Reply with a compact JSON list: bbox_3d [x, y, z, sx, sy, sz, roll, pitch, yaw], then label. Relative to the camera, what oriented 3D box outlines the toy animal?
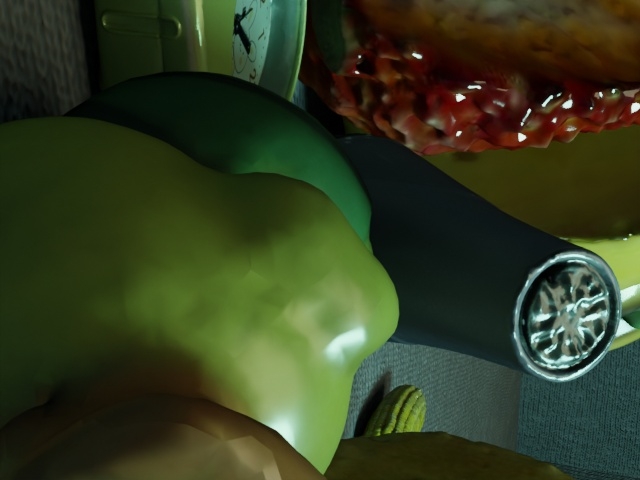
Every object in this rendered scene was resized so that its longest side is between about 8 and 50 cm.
[{"bbox_3d":[-0.081,0.033,0.496,0.216,0.191,0.338,-47,-170,22],"label":"toy animal"}]

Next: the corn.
[{"bbox_3d":[0.087,0.227,1.449,0.165,0.063,0.085,-43,129,-69],"label":"corn"}]

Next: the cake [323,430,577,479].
[{"bbox_3d":[0.095,0.372,1.089,0.332,0.332,0.321,-42,143,-67],"label":"cake"}]

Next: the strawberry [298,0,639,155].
[{"bbox_3d":[0.127,-0.156,0.917,0.149,0.336,0.265,118,-20,-51],"label":"strawberry"}]

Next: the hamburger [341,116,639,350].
[{"bbox_3d":[0.201,-0.074,1.110,0.277,0.396,0.395,85,19,-60],"label":"hamburger"}]

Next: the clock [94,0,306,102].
[{"bbox_3d":[-0.058,-0.134,0.734,0.232,0.069,0.170,-61,154,-55],"label":"clock"}]

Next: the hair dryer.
[{"bbox_3d":[-0.011,0.114,0.665,0.361,0.121,0.301,-62,-152,-2],"label":"hair dryer"}]
